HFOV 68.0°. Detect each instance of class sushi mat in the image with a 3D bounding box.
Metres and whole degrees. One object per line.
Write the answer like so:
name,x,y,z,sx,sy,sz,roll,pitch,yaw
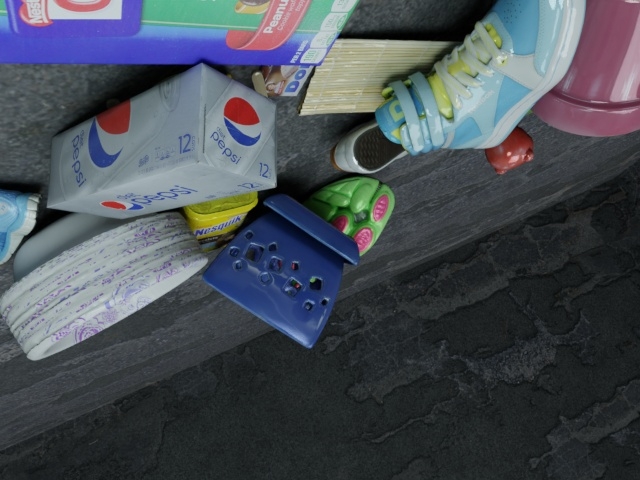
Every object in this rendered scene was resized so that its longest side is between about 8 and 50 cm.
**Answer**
sushi mat,0.131,-0.242,0.716,0.316,0.019,0.151,-7,156,-18

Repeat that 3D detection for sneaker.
sneaker,-0.431,-0.024,0.627,0.073,0.063,0.162,24,134,-39
sneaker,0.185,-0.214,0.629,0.208,0.127,0.319,-12,156,-8
sneaker,0.140,-0.203,0.866,0.290,0.106,0.123,-25,-165,-24
sneaker,0.000,0.000,1.161,0.483,0.185,0.202,-45,-175,39

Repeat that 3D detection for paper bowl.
paper bowl,-0.328,0.043,0.719,0.284,0.148,0.284,-33,179,-1

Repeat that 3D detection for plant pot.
plant pot,0.376,-0.268,0.609,0.201,0.201,0.180,-25,148,-2
plant pot,-0.062,0.045,0.926,0.212,0.236,0.236,-56,-178,-3

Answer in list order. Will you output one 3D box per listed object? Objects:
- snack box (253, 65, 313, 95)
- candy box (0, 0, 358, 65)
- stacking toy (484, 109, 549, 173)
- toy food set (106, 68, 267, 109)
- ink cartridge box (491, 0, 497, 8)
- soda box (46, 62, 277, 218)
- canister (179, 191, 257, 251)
snack box,-0.022,-0.247,0.582,0.064,0.022,0.178,-13,159,-36
candy box,-0.089,-0.252,0.308,0.317,0.122,0.268,-12,160,-33
stacking toy,0.483,-0.262,0.945,0.279,0.130,0.309,-25,177,-25
toy food set,-0.161,-0.170,0.605,0.192,0.039,0.132,-13,156,-5
ink cartridge box,0.411,-0.391,0.691,0.324,0.071,0.330,-26,162,8
soda box,-0.181,-0.088,0.508,0.286,0.091,0.098,-6,169,38
canister,-0.193,-0.044,0.850,0.126,0.073,0.170,-17,162,-29
